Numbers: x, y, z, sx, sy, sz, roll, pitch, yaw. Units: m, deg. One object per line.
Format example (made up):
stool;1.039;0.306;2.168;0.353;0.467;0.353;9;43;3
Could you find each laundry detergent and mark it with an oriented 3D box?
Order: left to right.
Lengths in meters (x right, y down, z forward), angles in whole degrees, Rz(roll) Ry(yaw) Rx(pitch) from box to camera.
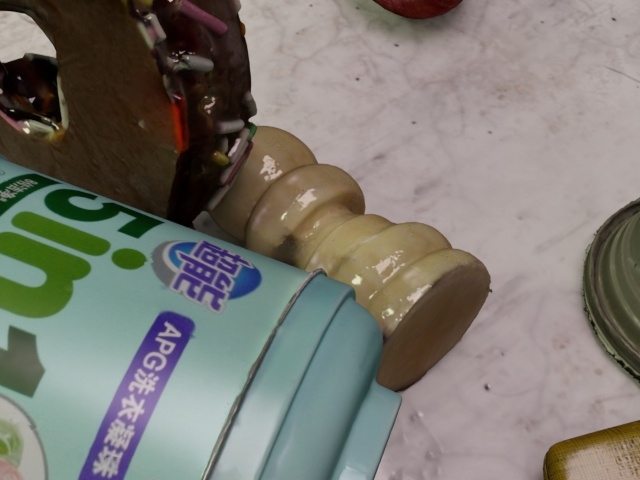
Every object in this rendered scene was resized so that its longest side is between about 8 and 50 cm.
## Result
laundry detergent;-0.122;0.124;0.614;0.305;0.287;0.287;20;53;8

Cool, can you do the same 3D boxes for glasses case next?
glasses case;0.285;0.174;0.773;0.234;0.064;0.079;-6;58;-12

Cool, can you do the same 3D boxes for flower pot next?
flower pot;0.352;0.023;0.853;0.235;0.140;0.235;5;51;-6

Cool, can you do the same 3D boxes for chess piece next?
chess piece;0.000;0.000;0.830;0.143;0.142;0.261;-33;60;-28

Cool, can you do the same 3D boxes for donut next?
donut;-0.165;-0.136;0.764;0.259;0.345;0.136;24;46;20

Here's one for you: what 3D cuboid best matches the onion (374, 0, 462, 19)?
onion;0.118;-0.323;1.082;0.159;0.159;0.195;36;34;18
